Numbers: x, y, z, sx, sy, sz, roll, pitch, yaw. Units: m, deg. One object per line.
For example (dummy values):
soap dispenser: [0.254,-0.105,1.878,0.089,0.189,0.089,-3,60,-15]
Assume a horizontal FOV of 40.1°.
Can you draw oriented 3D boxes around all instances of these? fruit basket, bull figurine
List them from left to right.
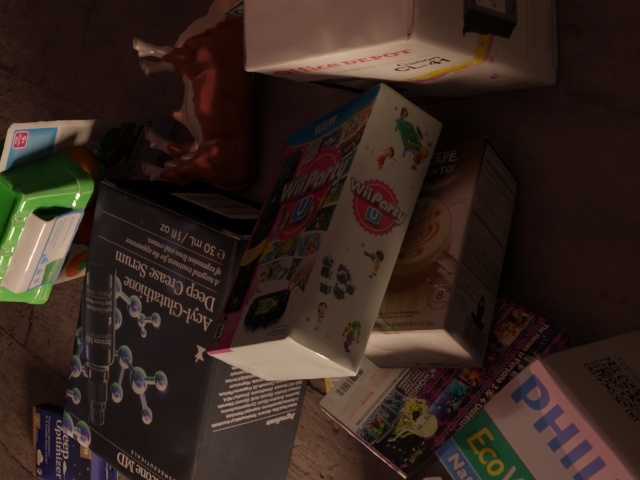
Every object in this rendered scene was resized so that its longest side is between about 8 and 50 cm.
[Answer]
fruit basket: [-0.382,-0.040,1.341,0.165,0.353,0.327,39,114,22]
bull figurine: [-0.170,-0.223,1.279,0.188,0.101,0.311,-2,99,-5]

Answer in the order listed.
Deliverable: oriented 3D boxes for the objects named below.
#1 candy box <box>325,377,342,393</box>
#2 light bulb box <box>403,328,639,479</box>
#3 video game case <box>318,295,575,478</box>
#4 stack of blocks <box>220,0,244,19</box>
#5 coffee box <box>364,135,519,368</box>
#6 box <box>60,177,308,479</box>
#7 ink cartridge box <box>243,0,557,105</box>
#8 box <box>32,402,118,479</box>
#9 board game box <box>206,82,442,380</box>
candy box: [0.048,0.107,1.139,0.053,0.109,0.187,-14,83,40]
light bulb box: [0.304,0.281,0.769,0.225,0.361,0.358,-51,61,28]
video game case: [0.137,0.155,0.998,0.232,0.042,0.210,-47,36,-11]
stack of blocks: [-0.057,-0.352,1.092,0.171,0.297,0.087,-21,78,37]
coffee box: [0.128,0.016,1.005,0.141,0.098,0.247,-7,55,38]
box: [-0.181,0.137,1.264,0.293,0.212,0.396,20,105,37]
ink cartridge box: [0.095,-0.237,0.963,0.226,0.306,0.131,-1,90,40]
box: [-0.454,0.384,1.611,0.225,0.036,0.137,2,92,38]
board game box: [0.000,0.000,0.997,0.224,0.097,0.303,-19,46,59]
